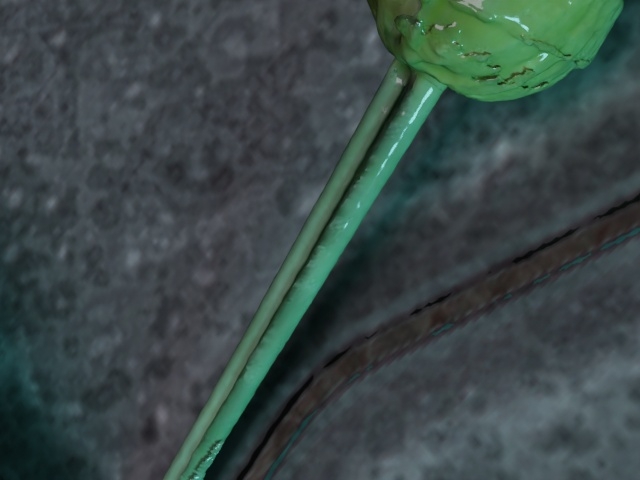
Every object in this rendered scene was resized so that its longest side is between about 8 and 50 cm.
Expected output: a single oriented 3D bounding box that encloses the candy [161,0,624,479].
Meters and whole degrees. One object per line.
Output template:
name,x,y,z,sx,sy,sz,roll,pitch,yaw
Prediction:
candy,0.000,0.000,0.522,0.093,0.092,0.335,31,108,-3
